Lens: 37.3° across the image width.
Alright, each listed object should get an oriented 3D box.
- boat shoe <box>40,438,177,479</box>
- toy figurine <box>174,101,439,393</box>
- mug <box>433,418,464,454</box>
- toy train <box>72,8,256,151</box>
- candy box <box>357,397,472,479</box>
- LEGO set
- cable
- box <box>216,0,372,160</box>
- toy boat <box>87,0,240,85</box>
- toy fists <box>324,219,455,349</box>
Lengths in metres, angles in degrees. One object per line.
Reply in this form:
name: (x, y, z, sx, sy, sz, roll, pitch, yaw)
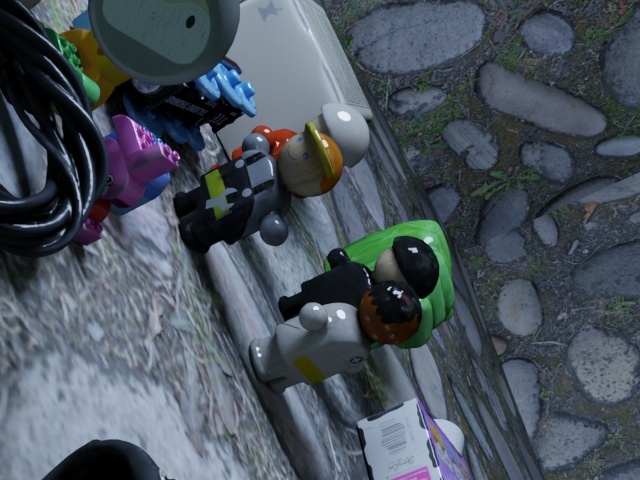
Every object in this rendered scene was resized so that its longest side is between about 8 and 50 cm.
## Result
boat shoe: (-0.075, 0.130, 0.218, 0.113, 0.127, 0.340, 63, 10, -4)
toy figurine: (0.000, 0.000, 0.776, 0.213, 0.148, 0.209, 64, 11, -7)
mug: (0.141, 0.259, 1.110, 0.078, 0.062, 0.064, 53, 23, -21)
toy train: (-0.112, -0.133, 0.736, 0.105, 0.080, 0.184, 60, 11, 6)
candy box: (0.116, 0.279, 0.914, 0.165, 0.070, 0.196, 54, 15, -45)
LEGO set: (-0.121, -0.108, 0.591, 0.227, 0.093, 0.087, 69, 12, 22)
cable: (-0.164, -0.079, 0.453, 0.185, 0.047, 0.150, 67, 11, 7)
box: (-0.039, -0.168, 1.007, 0.149, 0.126, 0.232, 65, 12, -2)
toy boat: (-0.135, -0.205, 0.479, 0.318, 0.148, 0.267, 39, 21, 33)
toy fists: (0.081, 0.050, 1.057, 0.096, 0.142, 0.279, 63, 12, -9)
